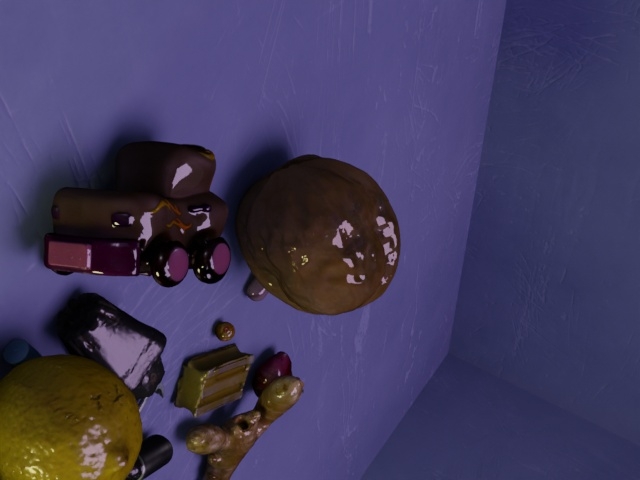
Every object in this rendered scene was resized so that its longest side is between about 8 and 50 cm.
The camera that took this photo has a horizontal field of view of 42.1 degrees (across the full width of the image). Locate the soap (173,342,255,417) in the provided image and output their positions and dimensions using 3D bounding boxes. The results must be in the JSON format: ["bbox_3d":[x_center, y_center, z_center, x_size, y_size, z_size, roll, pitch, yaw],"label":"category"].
[{"bbox_3d":[-0.263,0.347,2.074,0.233,0.076,0.135,-6,117,-64],"label":"soap"}]

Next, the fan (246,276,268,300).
[{"bbox_3d":[-0.109,0.049,2.123,0.244,0.074,0.130,-55,166,-11],"label":"fan"}]

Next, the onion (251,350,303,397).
[{"bbox_3d":[-0.110,0.399,2.358,0.150,0.140,0.150,-52,164,-21],"label":"onion"}]

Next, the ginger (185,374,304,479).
[{"bbox_3d":[-0.213,0.525,2.260,0.363,0.122,0.348,-36,157,-34],"label":"ginger"}]

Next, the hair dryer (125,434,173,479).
[{"bbox_3d":[-0.452,0.569,1.884,0.248,0.078,0.195,-58,168,10],"label":"hair dryer"}]

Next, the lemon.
[{"bbox_3d":[-0.424,0.312,1.373,0.267,0.267,0.267,-46,150,-37],"label":"lemon"}]

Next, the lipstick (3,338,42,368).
[{"bbox_3d":[-0.508,0.229,1.486,0.048,0.048,0.158,-56,155,-21],"label":"lipstick"}]

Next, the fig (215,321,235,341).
[{"bbox_3d":[-0.237,0.229,2.059,0.050,0.050,0.083,-58,177,-17],"label":"fig"}]

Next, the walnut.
[{"bbox_3d":[-0.006,-0.008,1.905,0.383,0.384,0.383,-46,150,-37],"label":"walnut"}]

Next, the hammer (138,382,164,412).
[{"bbox_3d":[-0.426,0.420,1.867,0.246,0.029,0.103,-63,156,-2],"label":"hammer"}]

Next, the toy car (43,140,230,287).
[{"bbox_3d":[-0.305,-0.051,1.422,0.341,0.271,0.240,-6,100,-63],"label":"toy car"}]

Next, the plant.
[{"bbox_3d":[-0.389,0.204,1.580,0.142,0.164,0.256,-54,143,-24],"label":"plant"}]
